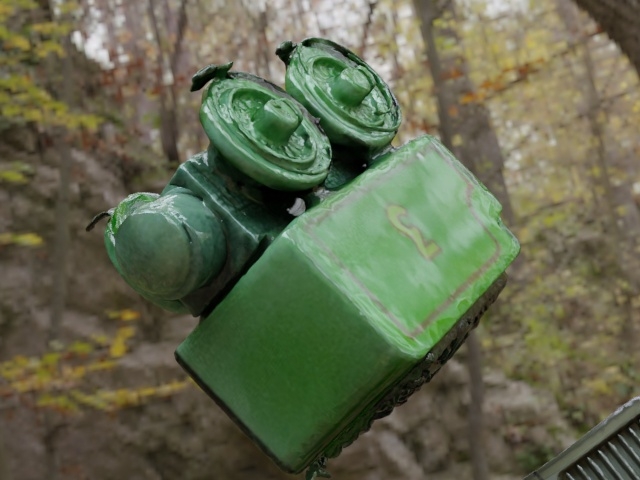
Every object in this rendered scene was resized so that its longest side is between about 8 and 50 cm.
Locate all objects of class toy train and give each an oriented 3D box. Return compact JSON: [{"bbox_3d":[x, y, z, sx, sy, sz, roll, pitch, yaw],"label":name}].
[{"bbox_3d":[0.000,0.000,0.746,0.132,0.188,0.243,-47,-5,29],"label":"toy train"}]

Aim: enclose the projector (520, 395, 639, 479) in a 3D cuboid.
[{"bbox_3d":[0.146,0.195,0.798,0.193,0.088,0.269,2,-44,-48],"label":"projector"}]
